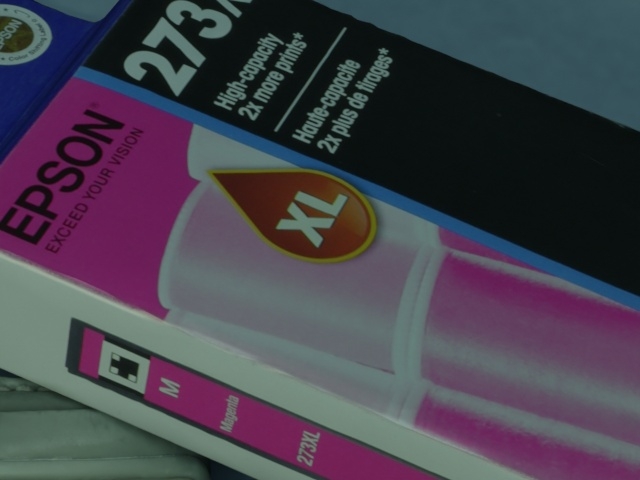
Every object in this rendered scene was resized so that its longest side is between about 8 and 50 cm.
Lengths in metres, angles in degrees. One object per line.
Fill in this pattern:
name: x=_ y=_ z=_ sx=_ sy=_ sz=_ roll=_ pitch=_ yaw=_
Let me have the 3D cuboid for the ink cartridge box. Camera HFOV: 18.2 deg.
ink cartridge box: x=0.000 y=0.000 z=0.690 sx=0.371 sy=0.069 sz=0.176 roll=21 pitch=46 yaw=10

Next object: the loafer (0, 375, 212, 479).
loafer: x=-0.198 y=0.069 z=0.691 sx=0.319 sy=0.112 sz=0.111 roll=-1 pitch=55 yaw=-5
